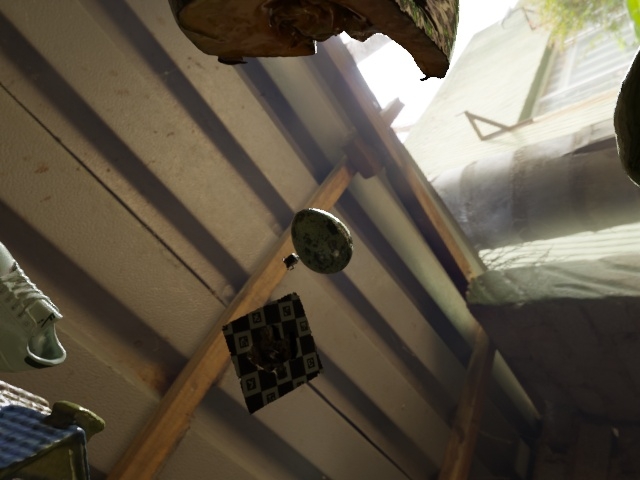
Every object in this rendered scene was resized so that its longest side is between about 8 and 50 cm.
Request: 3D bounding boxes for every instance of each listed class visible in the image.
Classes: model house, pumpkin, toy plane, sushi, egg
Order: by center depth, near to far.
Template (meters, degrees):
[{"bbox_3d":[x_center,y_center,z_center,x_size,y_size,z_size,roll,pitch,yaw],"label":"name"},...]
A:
[{"bbox_3d":[-0.003,-0.230,0.373,0.280,0.190,0.139,5,-95,-55],"label":"pumpkin"},{"bbox_3d":[-0.449,0.361,0.587,0.261,0.321,0.266,64,-143,-47],"label":"model house"},{"bbox_3d":[-0.102,0.226,0.861,0.210,0.040,0.192,-17,-91,-46],"label":"sushi"},{"bbox_3d":[0.000,0.000,0.976,0.172,0.132,0.132,49,-130,1],"label":"egg"},{"bbox_3d":[-0.121,0.091,1.802,0.078,0.197,0.053,-27,-101,-16],"label":"toy plane"}]

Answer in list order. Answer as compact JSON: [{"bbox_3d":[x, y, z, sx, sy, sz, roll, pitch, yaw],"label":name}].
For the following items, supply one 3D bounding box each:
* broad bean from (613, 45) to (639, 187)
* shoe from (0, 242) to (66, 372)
[{"bbox_3d":[0.422,-0.159,0.485,0.100,0.169,0.227,-4,-89,-9],"label":"broad bean"},{"bbox_3d":[-0.710,0.155,0.978,0.132,0.160,0.362,-77,-15,-68],"label":"shoe"}]
